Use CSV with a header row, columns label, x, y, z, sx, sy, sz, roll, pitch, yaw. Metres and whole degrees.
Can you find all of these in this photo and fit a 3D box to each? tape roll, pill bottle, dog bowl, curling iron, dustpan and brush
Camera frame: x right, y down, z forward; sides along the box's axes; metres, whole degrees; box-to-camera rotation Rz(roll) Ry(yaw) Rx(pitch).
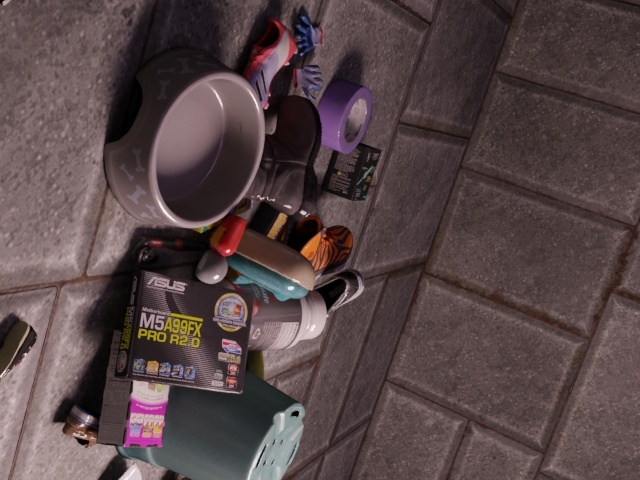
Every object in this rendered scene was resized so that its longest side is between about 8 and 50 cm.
label,x,y,z,sx,sy,sz,roll,pitch,yaw
tape roll,0.062,-0.337,2.183,0.189,0.080,0.189,-51,154,-37
pill bottle,-0.143,0.176,1.928,0.319,0.176,0.176,5,107,-44
dog bowl,-0.240,-0.182,1.526,0.349,0.102,0.348,-35,137,-42
curling iron,-0.315,0.018,1.707,0.068,0.035,0.274,-55,166,17
dustpan and brush,-0.469,0.604,1.897,0.147,0.060,0.211,-45,145,-21

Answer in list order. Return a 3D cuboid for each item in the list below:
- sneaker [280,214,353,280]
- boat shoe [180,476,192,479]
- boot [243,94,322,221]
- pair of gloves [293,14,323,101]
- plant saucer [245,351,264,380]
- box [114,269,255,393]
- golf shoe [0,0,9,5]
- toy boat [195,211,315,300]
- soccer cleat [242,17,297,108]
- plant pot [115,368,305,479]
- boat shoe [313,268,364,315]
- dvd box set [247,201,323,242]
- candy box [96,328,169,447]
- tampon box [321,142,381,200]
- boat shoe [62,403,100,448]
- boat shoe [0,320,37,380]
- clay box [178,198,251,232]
label,x,y,z,sx,sy,sz,roll,pitch,yaw
sneaker,0.000,0.000,2.130,0.321,0.125,0.180,-41,148,-48
boat shoe,-0.385,0.736,2.149,0.111,0.104,0.307,-25,136,-47
boot,-0.111,-0.221,1.793,0.223,0.118,0.338,22,50,-38
pair of gloves,-0.026,-0.428,1.896,0.159,0.023,0.198,-24,115,-65
plant saucer,-0.200,0.326,2.084,0.037,0.241,0.240,-2,120,-23
box,-0.273,0.192,1.655,0.270,0.060,0.216,17,74,-35
golf shoe,-0.437,-0.354,1.017,0.086,0.069,0.176,-63,158,4
toy boat,-0.164,0.046,1.730,0.148,0.268,0.318,-63,157,-5
soccer cleat,-0.135,-0.359,1.717,0.248,0.083,0.095,-60,139,-17
plant pot,-0.237,0.424,1.873,0.341,0.334,0.341,-51,153,-38
boat shoe,-0.019,0.182,2.160,0.306,0.113,0.105,-32,170,29
dvd box set,-0.102,0.039,2.186,0.307,0.062,0.420,-61,158,-16
candy box,-0.382,0.311,1.683,0.159,0.071,0.233,40,54,-67
tampon box,0.091,-0.207,2.345,0.120,0.102,0.160,-5,115,-67
boat shoe,-0.476,0.389,1.657,0.066,0.066,0.183,-51,151,-13
boat shoe,-0.527,0.201,1.360,0.133,0.049,0.042,-62,150,-26
clay box,-0.226,-0.102,1.769,0.222,0.053,0.127,-35,141,-55
